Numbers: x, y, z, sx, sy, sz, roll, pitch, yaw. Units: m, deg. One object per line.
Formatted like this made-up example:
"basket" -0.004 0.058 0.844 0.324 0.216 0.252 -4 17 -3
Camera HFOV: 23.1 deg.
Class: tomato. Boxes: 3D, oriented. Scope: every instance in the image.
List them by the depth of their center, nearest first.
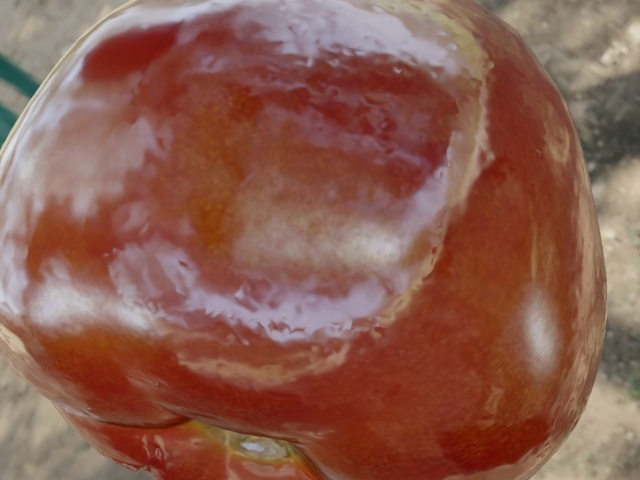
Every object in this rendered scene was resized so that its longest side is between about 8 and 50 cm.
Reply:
"tomato" 0.000 0.000 0.705 0.299 0.299 0.226 -16 46 51
